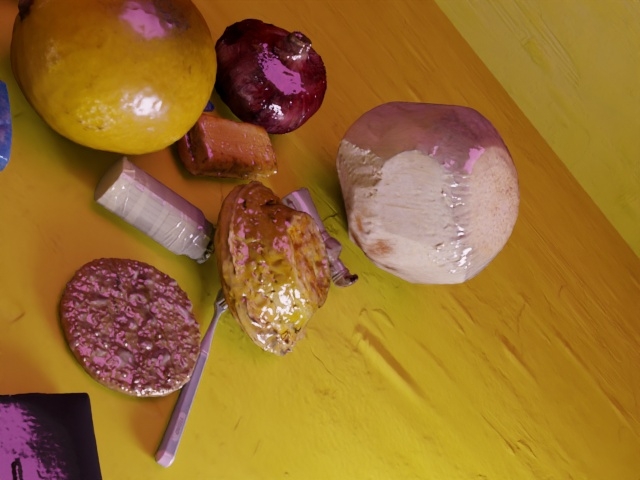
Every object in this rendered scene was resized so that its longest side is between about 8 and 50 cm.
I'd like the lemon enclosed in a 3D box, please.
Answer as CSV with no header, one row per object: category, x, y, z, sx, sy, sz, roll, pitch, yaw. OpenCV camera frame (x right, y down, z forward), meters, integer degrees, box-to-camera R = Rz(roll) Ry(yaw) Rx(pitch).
lemon,-0.303,-0.269,1.181,0.297,0.297,0.297,34,38,-31

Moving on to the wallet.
wallet,-0.306,0.289,0.887,0.149,0.044,0.250,11,53,-45

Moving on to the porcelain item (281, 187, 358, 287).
porcelain item,0.000,0.000,1.552,0.084,0.054,0.213,-21,78,-55

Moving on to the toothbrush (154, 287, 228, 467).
toothbrush,-0.179,0.186,1.163,0.025,0.030,0.342,38,37,-18

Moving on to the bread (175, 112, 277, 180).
bread,-0.171,-0.166,1.446,0.211,0.083,0.114,2,65,-53

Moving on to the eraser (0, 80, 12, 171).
eraser,-0.545,-0.192,1.001,0.312,0.042,0.144,18,47,-45

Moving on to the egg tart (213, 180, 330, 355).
egg tart,-0.066,0.037,1.302,0.294,0.123,0.294,-16,90,-71

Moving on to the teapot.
teapot,-0.251,-0.049,1.244,0.200,0.077,0.107,37,16,-28

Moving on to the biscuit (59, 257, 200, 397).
biscuit,-0.260,0.118,1.104,0.220,0.033,0.220,26,46,-31

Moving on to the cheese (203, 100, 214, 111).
cheese,-0.306,-0.344,1.406,0.320,0.083,0.204,53,30,14

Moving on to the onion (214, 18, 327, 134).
onion,-0.089,-0.340,1.589,0.252,0.219,0.252,24,46,-28

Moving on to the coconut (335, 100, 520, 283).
coconut,0.203,-0.098,1.663,0.344,0.415,0.415,-2,63,-43
